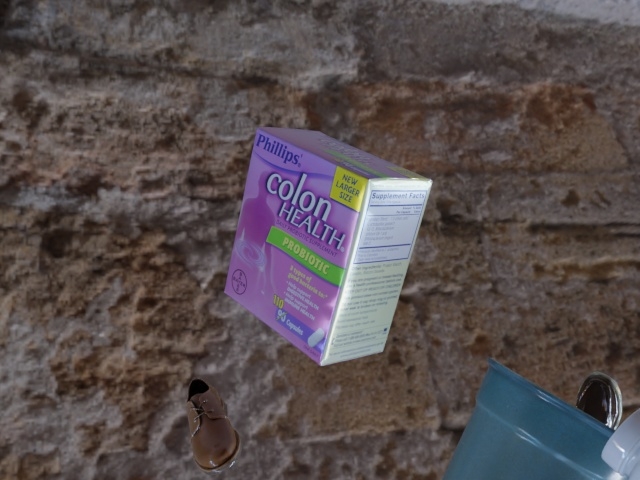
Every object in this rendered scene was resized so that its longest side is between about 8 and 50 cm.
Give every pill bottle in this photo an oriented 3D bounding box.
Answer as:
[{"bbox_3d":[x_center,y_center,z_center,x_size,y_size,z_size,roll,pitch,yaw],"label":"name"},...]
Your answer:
[{"bbox_3d":[0.322,0.215,0.620,0.078,0.137,0.078,-25,137,-26],"label":"pill bottle"}]

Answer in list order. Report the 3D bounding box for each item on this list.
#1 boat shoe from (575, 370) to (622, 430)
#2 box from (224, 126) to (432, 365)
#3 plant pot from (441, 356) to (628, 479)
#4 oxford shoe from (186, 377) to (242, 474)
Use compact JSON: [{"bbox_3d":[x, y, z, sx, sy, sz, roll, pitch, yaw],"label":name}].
[{"bbox_3d":[0.578,0.403,1.521,0.095,0.257,0.095,19,-147,36],"label":"boat shoe"},{"bbox_3d":[0.000,0.000,0.925,0.117,0.213,0.243,-3,115,-44],"label":"box"},{"bbox_3d":[0.378,0.444,1.308,0.334,0.341,0.341,-59,145,-2],"label":"plant pot"},{"bbox_3d":[-0.174,0.277,1.076,0.076,0.212,0.076,-28,112,-9],"label":"oxford shoe"}]
